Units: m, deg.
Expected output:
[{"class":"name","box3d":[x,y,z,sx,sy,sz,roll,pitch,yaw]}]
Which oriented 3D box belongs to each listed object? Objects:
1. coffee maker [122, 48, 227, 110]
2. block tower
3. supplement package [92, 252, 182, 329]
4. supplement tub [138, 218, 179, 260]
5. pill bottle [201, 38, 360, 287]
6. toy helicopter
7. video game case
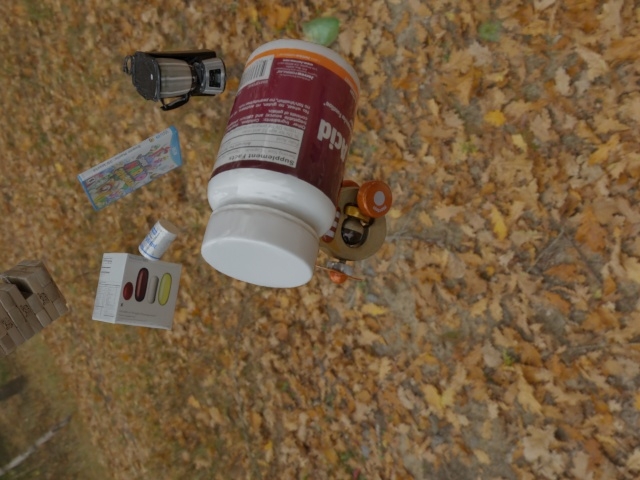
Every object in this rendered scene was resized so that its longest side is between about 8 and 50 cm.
[{"class":"coffee maker","box3d":[-0.327,-0.387,1.425,0.171,0.178,0.120,51,136,27]},{"class":"block tower","box3d":[-0.542,0.154,0.938,0.091,0.335,0.097,1,123,37]},{"class":"supplement package","box3d":[-0.549,0.153,1.886,0.149,0.194,0.203,-1,78,45]},{"class":"supplement tub","box3d":[-0.463,-0.001,1.791,0.107,0.071,0.071,-51,60,15]},{"class":"pill bottle","box3d":[-0.067,-0.133,1.097,0.224,0.224,0.392,-32,41,57]},{"class":"toy helicopter","box3d":[0.000,0.000,1.367,0.140,0.355,0.235,9,108,55]},{"class":"video game case","box3d":[-0.302,-0.115,1.014,0.015,0.166,0.119,53,162,12]}]
